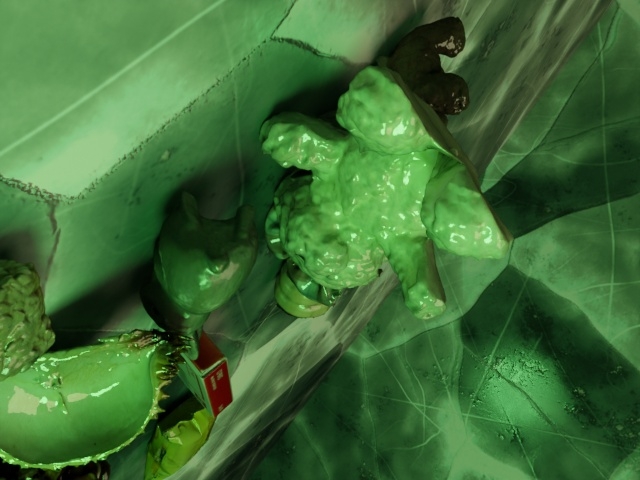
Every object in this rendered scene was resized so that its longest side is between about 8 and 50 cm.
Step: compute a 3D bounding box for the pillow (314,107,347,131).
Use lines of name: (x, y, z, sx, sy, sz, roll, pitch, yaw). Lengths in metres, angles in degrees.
pillow: (0.095, -0.161, 0.913, 0.255, 0.169, 0.059, 34, 63, -72)

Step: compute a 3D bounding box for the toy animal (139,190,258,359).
toy animal: (-0.166, 0.064, 0.711, 0.127, 0.125, 0.251, -48, 168, -54)

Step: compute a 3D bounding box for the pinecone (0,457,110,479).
pinecone: (-0.366, 0.342, 0.737, 0.179, 0.150, 0.195, -37, 156, -21)

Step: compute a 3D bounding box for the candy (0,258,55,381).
candy: (-0.293, 0.071, 0.502, 0.095, 0.085, 0.110, -41, 151, -55)

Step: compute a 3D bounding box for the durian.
durian: (-0.264, 0.168, 0.634, 0.252, 0.144, 0.139, -7, 143, -18)

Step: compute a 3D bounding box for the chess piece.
chess piece: (0.000, 0.000, 1.037, 0.137, 0.137, 0.300, -35, 151, -43)

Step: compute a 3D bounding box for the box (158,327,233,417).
box: (-0.198, 0.198, 0.912, 0.050, 0.123, 0.229, -38, 159, -25)

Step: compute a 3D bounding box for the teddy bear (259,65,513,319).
teddy bear: (0.023, -0.017, 0.723, 0.362, 0.327, 0.375, -36, -176, 20)

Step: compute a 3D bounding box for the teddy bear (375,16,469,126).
teddy bear: (0.158, -0.245, 0.909, 0.190, 0.140, 0.177, 74, 15, -71)

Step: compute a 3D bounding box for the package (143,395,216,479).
package: (-0.281, 0.397, 1.157, 0.168, 0.090, 0.226, -33, 158, -53)
